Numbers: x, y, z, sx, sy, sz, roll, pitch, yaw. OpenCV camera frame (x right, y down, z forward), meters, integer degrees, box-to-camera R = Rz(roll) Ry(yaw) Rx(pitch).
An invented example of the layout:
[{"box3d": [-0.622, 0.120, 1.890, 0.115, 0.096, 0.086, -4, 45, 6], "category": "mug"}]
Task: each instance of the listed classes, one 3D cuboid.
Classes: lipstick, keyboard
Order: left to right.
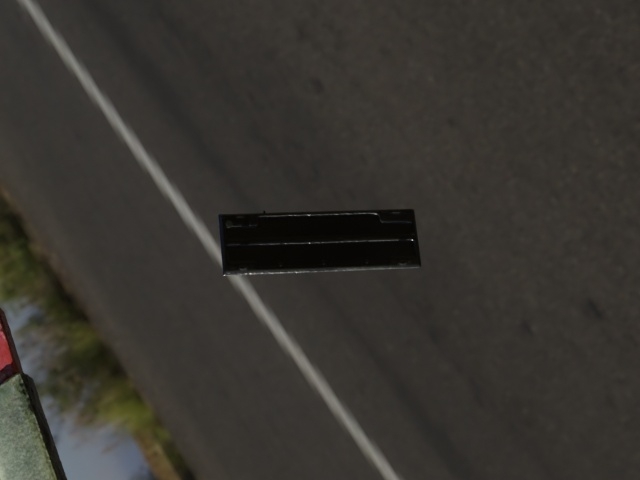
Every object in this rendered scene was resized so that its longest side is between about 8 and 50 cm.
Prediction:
[{"box3d": [-0.189, 0.194, 1.053, 0.051, 0.051, 0.312, -173, 64, -79], "category": "lipstick"}, {"box3d": [0.000, 0.000, 1.518, 0.011, 0.202, 0.067, 123, 143, -68], "category": "keyboard"}]
